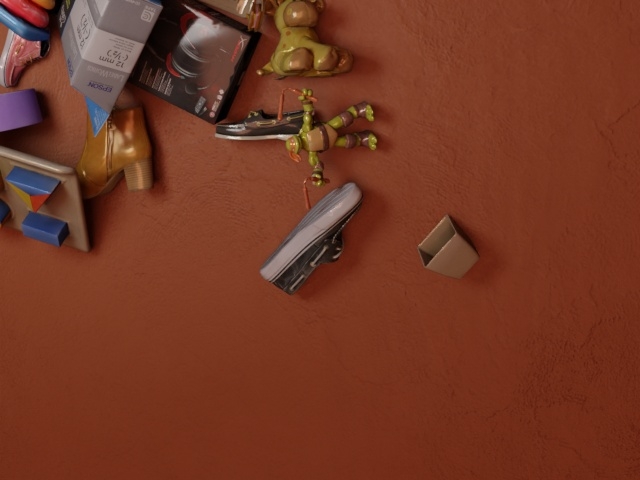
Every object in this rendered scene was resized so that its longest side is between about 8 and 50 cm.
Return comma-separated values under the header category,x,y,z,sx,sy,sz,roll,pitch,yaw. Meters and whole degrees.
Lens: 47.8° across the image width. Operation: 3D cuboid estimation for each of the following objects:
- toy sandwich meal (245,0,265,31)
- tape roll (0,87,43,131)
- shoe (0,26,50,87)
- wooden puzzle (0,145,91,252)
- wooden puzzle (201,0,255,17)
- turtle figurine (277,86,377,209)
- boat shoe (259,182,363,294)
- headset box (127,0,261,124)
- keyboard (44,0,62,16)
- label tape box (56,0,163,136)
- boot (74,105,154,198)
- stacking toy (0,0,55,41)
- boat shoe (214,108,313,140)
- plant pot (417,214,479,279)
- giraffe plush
category,x,y,z,sx,sy,sz,roll,pitch,yaw
toy sandwich meal,-0.140,-0.481,1.529,0.029,0.085,0.085,4,110,-19
tape roll,-0.744,-0.294,1.660,0.189,0.189,0.080,-7,106,10
shoe,-0.686,-0.427,1.676,0.081,0.063,0.178,23,110,-2
wooden puzzle,-0.710,-0.092,1.678,0.322,0.080,0.347,17,146,2
wooden puzzle,-0.225,-0.615,1.527,0.239,0.044,0.220,17,111,-18
turtle figurine,0.013,-0.218,1.594,0.217,0.087,0.269,-16,106,-16
boat shoe,0.000,0.000,1.700,0.119,0.121,0.335,39,120,-13
headset box,-0.312,-0.422,1.599,0.293,0.110,0.218,27,110,-1
keyboard,-0.616,-0.630,1.604,0.201,0.033,0.317,45,114,-7
label tape box,-0.472,-0.432,1.516,0.115,0.249,0.347,12,130,-39
boot,-0.537,-0.210,1.717,0.295,0.104,0.211,-8,98,12
stacking toy,-0.588,-0.588,1.523,0.166,0.175,0.302,39,97,-7
boat shoe,-0.128,-0.265,1.642,0.228,0.081,0.068,-1,107,1
plant pot,0.301,0.025,1.663,0.096,0.109,0.109,35,109,-17
giraffe plush,-0.041,-0.441,1.548,0.210,0.181,0.170,5,99,44
